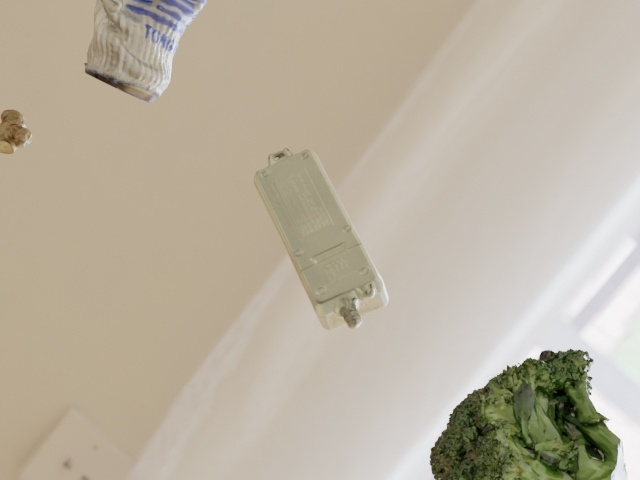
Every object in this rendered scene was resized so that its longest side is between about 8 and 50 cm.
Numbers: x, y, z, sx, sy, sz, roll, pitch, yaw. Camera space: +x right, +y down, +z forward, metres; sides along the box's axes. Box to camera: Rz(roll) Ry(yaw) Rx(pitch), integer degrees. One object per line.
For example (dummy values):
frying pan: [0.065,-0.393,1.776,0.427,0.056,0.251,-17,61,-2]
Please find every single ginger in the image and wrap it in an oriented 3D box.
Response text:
ginger: [-0.318,-0.105,1.654,0.030,0.048,0.097,69,-9,-27]

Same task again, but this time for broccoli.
broccoli: [0.172,0.184,1.323,0.156,0.195,0.195,0,-2,28]

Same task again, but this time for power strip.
power strip: [0.000,0.000,2.174,0.058,0.098,0.338,69,-4,-46]

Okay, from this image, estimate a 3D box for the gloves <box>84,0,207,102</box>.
gloves: [-0.126,-0.222,1.289,0.097,0.229,0.119,6,-5,24]
